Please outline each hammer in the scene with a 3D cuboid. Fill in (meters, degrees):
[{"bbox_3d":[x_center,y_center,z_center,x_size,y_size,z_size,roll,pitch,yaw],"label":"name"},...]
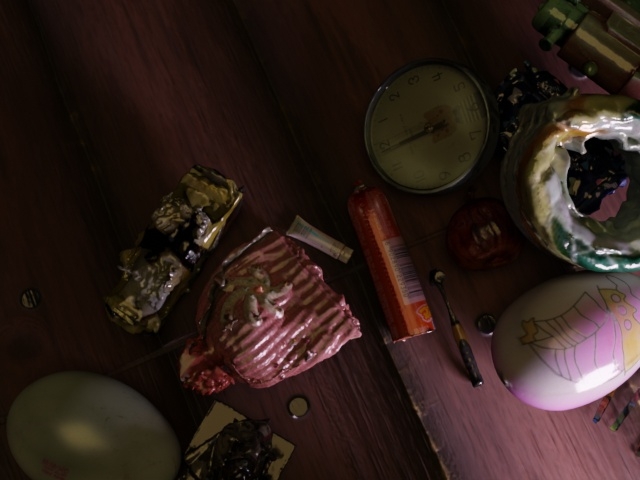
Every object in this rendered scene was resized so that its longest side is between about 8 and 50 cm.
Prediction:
[{"bbox_3d":[0.216,0.139,1.400,0.021,0.078,0.201,-21,91,-2],"label":"hammer"}]

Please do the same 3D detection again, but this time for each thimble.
[{"bbox_3d":[0.405,-0.092,1.290,0.288,0.167,0.254,44,89,-12],"label":"thimble"}]

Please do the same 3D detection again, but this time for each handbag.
[{"bbox_3d":[0.379,-0.159,1.425,0.162,0.113,0.260,-43,85,2],"label":"handbag"}]

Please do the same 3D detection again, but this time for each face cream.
[{"bbox_3d":[0.000,0.000,1.440,0.115,0.020,0.038,29,82,6],"label":"face cream"}]

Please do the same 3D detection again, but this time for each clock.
[{"bbox_3d":[0.174,-0.183,1.409,0.226,0.049,0.226,-2,86,28],"label":"clock"}]

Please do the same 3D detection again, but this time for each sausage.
[{"bbox_3d":[0.106,0.027,1.410,0.074,0.074,0.274,-19,81,-4],"label":"sausage"}]

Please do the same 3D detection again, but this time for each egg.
[{"bbox_3d":[-0.334,0.295,1.304,0.264,0.183,0.183,22,80,-4],"label":"egg"},{"bbox_3d":[0.390,0.145,1.326,0.271,0.196,0.196,-20,80,2],"label":"egg"}]

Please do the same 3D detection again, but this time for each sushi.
[{"bbox_3d":[-0.245,0.007,1.387,0.139,0.131,0.291,32,89,4],"label":"sushi"}]

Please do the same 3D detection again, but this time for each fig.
[{"bbox_3d":[0.268,-0.021,1.397,0.128,0.128,0.150,20,75,3],"label":"fig"}]

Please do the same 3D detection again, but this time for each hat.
[{"bbox_3d":[-0.105,0.132,1.372,0.286,0.107,0.236,-38,72,-11],"label":"hat"}]

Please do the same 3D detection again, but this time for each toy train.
[{"bbox_3d":[0.474,-0.320,1.412,0.304,0.150,0.221,37,56,5],"label":"toy train"}]

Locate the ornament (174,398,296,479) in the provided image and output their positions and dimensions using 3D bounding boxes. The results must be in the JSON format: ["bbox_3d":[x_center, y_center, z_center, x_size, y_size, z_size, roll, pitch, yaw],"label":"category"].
[{"bbox_3d":[-0.134,0.328,1.293,0.153,0.196,0.166,28,80,4],"label":"ornament"}]

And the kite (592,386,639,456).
[{"bbox_3d":[0.542,0.201,1.407,0.152,0.015,0.285,32,81,6],"label":"kite"}]
